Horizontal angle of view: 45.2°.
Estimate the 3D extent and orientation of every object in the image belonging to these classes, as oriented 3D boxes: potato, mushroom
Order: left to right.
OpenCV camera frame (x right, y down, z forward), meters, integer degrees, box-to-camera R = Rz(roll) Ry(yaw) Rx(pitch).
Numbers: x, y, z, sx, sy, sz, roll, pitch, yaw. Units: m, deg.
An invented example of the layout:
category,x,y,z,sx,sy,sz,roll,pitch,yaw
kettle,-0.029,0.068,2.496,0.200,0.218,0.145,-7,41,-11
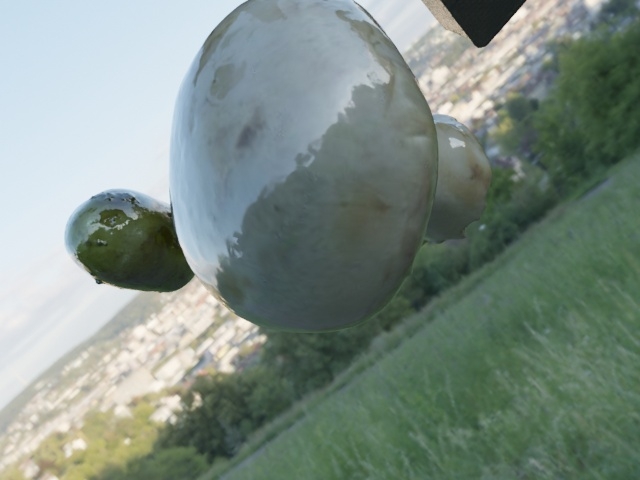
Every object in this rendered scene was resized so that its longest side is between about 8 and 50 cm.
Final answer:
category,x,y,z,sx,sy,sz,roll,pitch,yaw
potato,-0.329,0.000,1.344,0.173,0.210,0.307,-63,-12,-3
mushroom,0.019,-0.067,0.672,0.290,0.297,0.297,-2,-14,-25

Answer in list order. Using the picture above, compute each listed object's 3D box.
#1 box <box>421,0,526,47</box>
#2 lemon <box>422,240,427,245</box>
category,x,y,z,sx,sy,sz,roll,pitch,yaw
box,0.268,-0.533,1.492,0.184,0.273,0.143,-50,40,6
lemon,0.118,-0.072,1.281,0.231,0.192,0.192,-47,7,-20
